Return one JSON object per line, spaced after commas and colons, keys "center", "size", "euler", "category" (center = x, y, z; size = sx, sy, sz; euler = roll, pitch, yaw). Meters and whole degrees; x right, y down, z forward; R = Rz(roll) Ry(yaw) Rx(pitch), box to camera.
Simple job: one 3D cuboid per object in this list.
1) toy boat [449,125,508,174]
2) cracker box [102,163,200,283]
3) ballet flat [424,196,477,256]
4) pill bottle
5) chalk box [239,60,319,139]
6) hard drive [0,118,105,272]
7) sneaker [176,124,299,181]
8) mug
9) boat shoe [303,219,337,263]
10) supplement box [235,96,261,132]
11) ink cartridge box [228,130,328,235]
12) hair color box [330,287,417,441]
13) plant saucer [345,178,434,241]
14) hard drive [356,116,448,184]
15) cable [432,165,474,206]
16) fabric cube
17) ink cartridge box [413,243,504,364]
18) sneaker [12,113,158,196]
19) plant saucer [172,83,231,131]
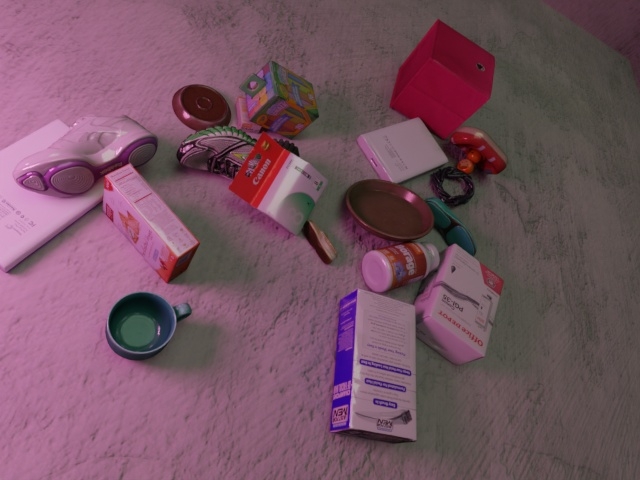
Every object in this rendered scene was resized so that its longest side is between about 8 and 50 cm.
{"center": [0.563, -0.308, 1.674], "size": [0.231, 0.151, 0.151], "euler": [40, 89, -17], "category": "toy boat"}
{"center": [-0.380, -0.032, 1.001], "size": [0.232, 0.156, 0.067], "euler": [48, 54, 3], "category": "cracker box"}
{"center": [0.434, -0.051, 1.497], "size": [0.247, 0.083, 0.087], "euler": [48, 39, -1], "category": "ballet flat"}
{"center": [0.235, 0.067, 1.300], "size": [0.216, 0.121, 0.121], "euler": [-13, 72, -33], "category": "pill bottle"}
{"center": [-0.130, -0.409, 1.308], "size": [0.213, 0.132, 0.132], "euler": [12, 58, -44], "category": "chalk box"}
{"center": [-0.622, -0.109, 0.982], "size": [0.210, 0.040, 0.319], "euler": [41, 54, -4], "category": "hard drive"}
{"center": [-0.203, -0.203, 1.198], "size": [0.343, 0.134, 0.147], "euler": [4, 65, -27], "category": "sneaker"}
{"center": [-0.359, 0.183, 0.937], "size": [0.157, 0.097, 0.130], "euler": [17, 58, -21], "category": "mug"}
{"center": [0.000, 0.000, 1.258], "size": [0.045, 0.050, 0.135], "euler": [-31, 92, -39], "category": "boat shoe"}
{"center": [-0.213, -0.370, 1.338], "size": [0.062, 0.036, 0.099], "euler": [3, 63, -28], "category": "supplement box"}
{"center": [-0.101, -0.145, 1.182], "size": [0.224, 0.056, 0.181], "euler": [37, 78, -38], "category": "ink cartridge box"}
{"center": [0.137, 0.311, 1.132], "size": [0.185, 0.110, 0.339], "euler": [19, 56, -20], "category": "hair color box"}
{"center": [0.205, -0.088, 1.361], "size": [0.277, 0.041, 0.278], "euler": [10, 40, -9], "category": "plant saucer"}
{"center": [0.291, -0.311, 1.576], "size": [0.307, 0.040, 0.203], "euler": [-25, 79, -35], "category": "hard drive"}
{"center": [0.475, -0.196, 1.618], "size": [0.184, 0.047, 0.151], "euler": [-24, 73, -31], "category": "cable"}
{"center": [0.447, -0.587, 1.667], "size": [0.258, 0.259, 0.254], "euler": [27, 57, -13], "category": "fabric cube"}
{"center": [0.401, 0.186, 1.330], "size": [0.207, 0.117, 0.283], "euler": [36, 54, -7], "category": "ink cartridge box"}
{"center": [-0.524, -0.196, 1.003], "size": [0.152, 0.114, 0.305], "euler": [44, 48, 15], "category": "sneaker"}
{"center": [-0.333, -0.382, 1.286], "size": [0.168, 0.029, 0.169], "euler": [12, 61, -23], "category": "plant saucer"}
